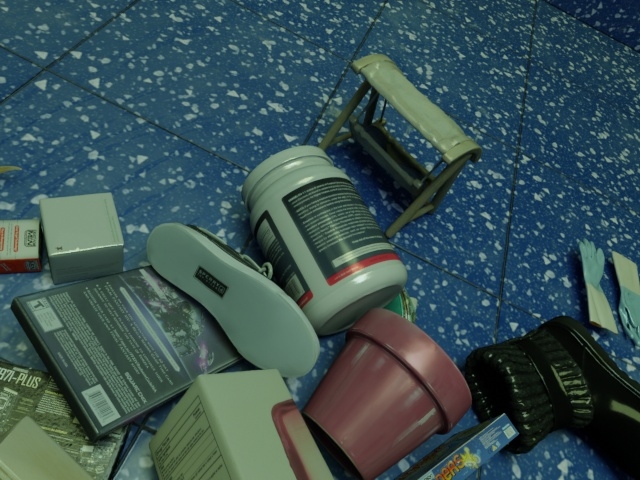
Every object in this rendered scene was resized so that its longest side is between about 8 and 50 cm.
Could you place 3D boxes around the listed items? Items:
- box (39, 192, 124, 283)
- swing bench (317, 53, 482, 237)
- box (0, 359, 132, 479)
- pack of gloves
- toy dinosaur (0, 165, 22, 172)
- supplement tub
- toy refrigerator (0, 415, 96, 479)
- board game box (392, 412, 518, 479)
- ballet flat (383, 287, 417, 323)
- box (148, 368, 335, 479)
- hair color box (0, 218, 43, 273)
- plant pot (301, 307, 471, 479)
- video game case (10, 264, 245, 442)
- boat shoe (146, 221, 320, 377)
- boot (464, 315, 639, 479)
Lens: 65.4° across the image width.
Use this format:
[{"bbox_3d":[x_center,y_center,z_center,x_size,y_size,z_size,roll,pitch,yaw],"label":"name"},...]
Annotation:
[{"bbox_3d":[-0.356,-0.004,0.747,0.102,0.087,0.101,-10,62,-27],"label":"box"},{"bbox_3d":[0.155,-0.189,0.976,0.165,0.255,0.253,-28,71,-35],"label":"swing bench"},{"bbox_3d":[-0.330,0.242,0.592,0.180,0.077,0.147,18,52,-11],"label":"box"},{"bbox_3d":[0.639,0.118,1.111,0.195,0.046,0.232,26,53,-18],"label":"pack of gloves"},{"bbox_3d":[-0.565,-0.097,0.761,0.183,0.053,0.092,-29,87,-27],"label":"toy dinosaur"},{"bbox_3d":[0.000,0.000,0.823,0.191,0.191,0.272,-16,65,-30],"label":"supplement tub"},{"bbox_3d":[-0.247,0.316,0.488,0.102,0.094,0.269,-40,100,-6],"label":"toy refrigerator"},{"bbox_3d":[0.169,0.322,0.704,0.201,0.136,0.035,-19,67,-32],"label":"board game box"},{"bbox_3d":[0.128,0.090,0.896,0.079,0.077,0.221,11,51,-42],"label":"ballet flat"},{"bbox_3d":[-0.082,0.286,0.571,0.127,0.148,0.232,10,37,-45],"label":"box"},{"bbox_3d":[-0.480,0.010,0.715,0.141,0.043,0.072,-3,58,-22],"label":"hair color box"},{"bbox_3d":[0.079,0.229,0.711,0.180,0.201,0.201,-40,78,-21],"label":"plant pot"},{"bbox_3d":[-0.234,0.124,0.681,0.196,0.026,0.274,50,29,15],"label":"video game case"},{"bbox_3d":[-0.119,0.079,0.747,0.306,0.113,0.105,33,14,13],"label":"boat shoe"},{"bbox_3d":[0.420,0.297,0.822,0.260,0.131,0.348,-13,52,-37],"label":"boot"}]
